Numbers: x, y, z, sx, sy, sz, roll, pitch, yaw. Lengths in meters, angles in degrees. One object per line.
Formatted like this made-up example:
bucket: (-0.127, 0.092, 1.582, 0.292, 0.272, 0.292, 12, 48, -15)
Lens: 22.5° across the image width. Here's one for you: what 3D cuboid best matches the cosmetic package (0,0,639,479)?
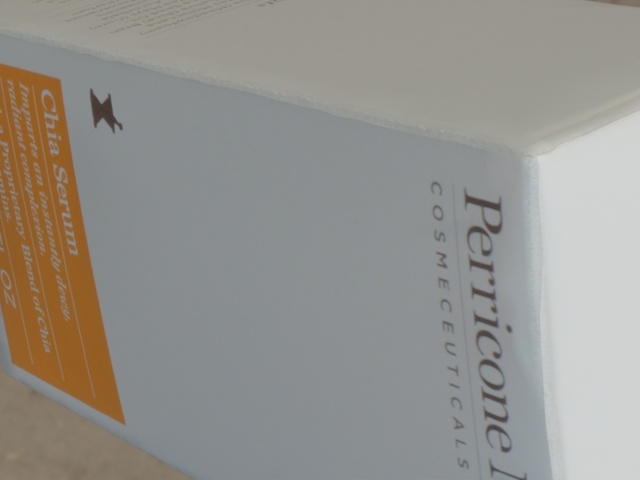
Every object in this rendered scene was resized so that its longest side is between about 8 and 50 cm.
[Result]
cosmetic package: (0.000, 0.000, 0.775, 0.161, 0.453, 0.230, -23, 116, -34)
